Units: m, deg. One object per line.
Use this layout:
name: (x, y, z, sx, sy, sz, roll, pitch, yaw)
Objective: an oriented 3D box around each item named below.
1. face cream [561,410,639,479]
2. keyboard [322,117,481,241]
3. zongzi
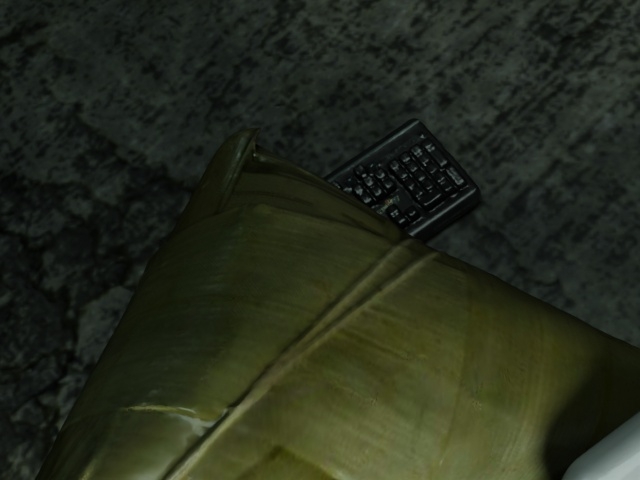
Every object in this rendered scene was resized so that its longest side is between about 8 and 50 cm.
face cream: (0.279, 0.108, 0.962, 0.291, 0.144, 0.071, -36, 31, -7)
keyboard: (0.000, 0.000, 1.159, 0.230, 0.025, 0.094, -35, 61, -8)
zongzi: (0.013, 0.168, 0.926, 0.418, 0.181, 0.447, 21, 50, 8)
